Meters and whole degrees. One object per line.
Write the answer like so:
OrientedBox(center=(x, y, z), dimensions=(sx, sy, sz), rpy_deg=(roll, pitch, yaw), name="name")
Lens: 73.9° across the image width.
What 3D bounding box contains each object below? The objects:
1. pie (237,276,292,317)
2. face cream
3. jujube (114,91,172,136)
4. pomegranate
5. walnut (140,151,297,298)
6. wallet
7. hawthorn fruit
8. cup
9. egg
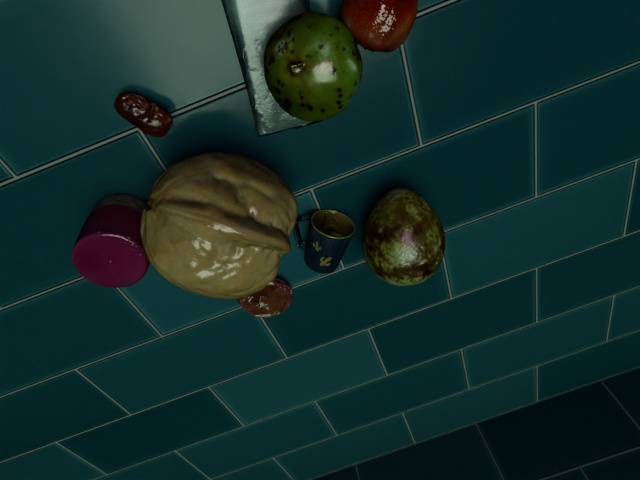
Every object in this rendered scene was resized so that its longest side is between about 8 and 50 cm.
OrientedBox(center=(-0.181, 0.183, 1.397), dimensions=(0.182, 0.050, 0.182), rpy_deg=(-4, 130, -4), name="pie")
OrientedBox(center=(-0.519, -0.003, 1.094), dimensions=(0.175, 0.195, 0.175), rpy_deg=(-6, 126, -9), name="face cream")
OrientedBox(center=(-0.409, -0.290, 0.982), dimensions=(0.129, 0.077, 0.077), rpy_deg=(26, 117, -22), name="jujube")
OrientedBox(center=(-0.004, -0.363, 0.906), dimensions=(0.211, 0.263, 0.211), rpy_deg=(8, 108, 24), name="pomegranate")
OrientedBox(center=(-0.243, -0.038, 1.049), dimensions=(0.381, 0.381, 0.381), rpy_deg=(-6, 127, -8), name="walnut")
OrientedBox(center=(-0.099, -0.432, 0.958), dimensions=(0.190, 0.046, 0.379), rpy_deg=(-15, 127, -4), name="wallet")
OrientedBox(center=(0.133, -0.497, 0.891), dimensions=(0.157, 0.157, 0.194), rpy_deg=(20, 125, -25), name="hawthorn fruit")
OrientedBox(center=(0.000, 0.000, 1.266), dimensions=(0.176, 0.131, 0.155), rpy_deg=(22, 128, 9), name="cup")
OrientedBox(center=(0.240, -0.009, 1.230), dimensions=(0.238, 0.238, 0.290), rpy_deg=(-5, 114, -9), name="egg")
